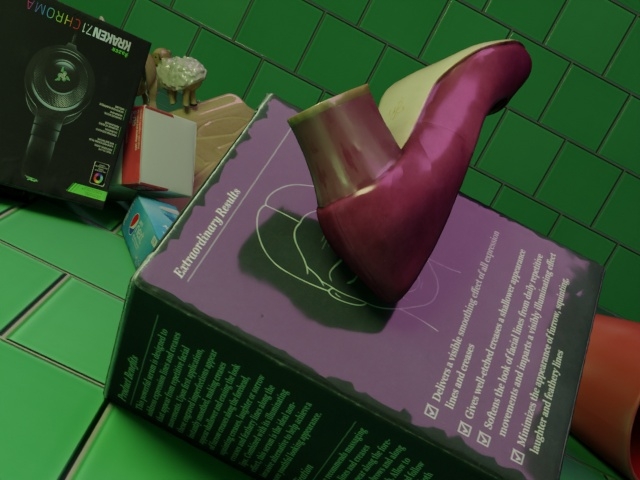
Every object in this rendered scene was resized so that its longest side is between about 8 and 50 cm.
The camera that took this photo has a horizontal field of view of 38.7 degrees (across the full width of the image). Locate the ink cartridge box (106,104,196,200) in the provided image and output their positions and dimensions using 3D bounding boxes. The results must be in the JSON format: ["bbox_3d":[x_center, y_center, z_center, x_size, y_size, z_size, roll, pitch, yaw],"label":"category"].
[{"bbox_3d":[-0.309,-0.136,1.470,0.176,0.127,0.128,-2,-8,32],"label":"ink cartridge box"}]

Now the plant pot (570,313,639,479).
[{"bbox_3d":[0.518,0.251,1.576,0.275,0.275,0.243,19,5,-39],"label":"plant pot"}]

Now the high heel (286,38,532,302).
[{"bbox_3d":[0.122,-0.081,0.895,0.377,0.181,0.127,-27,5,-41],"label":"high heel"}]

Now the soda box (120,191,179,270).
[{"bbox_3d":[-0.238,0.000,1.345,0.071,0.067,0.210,22,13,-26],"label":"soda box"}]

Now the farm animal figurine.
[{"bbox_3d":[-0.430,-0.332,1.731,0.326,0.172,0.330,15,26,32],"label":"farm animal figurine"}]

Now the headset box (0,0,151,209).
[{"bbox_3d":[-0.411,-0.195,1.305,0.131,0.283,0.246,17,-1,44],"label":"headset box"}]

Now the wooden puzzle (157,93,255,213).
[{"bbox_3d":[-0.213,-0.143,1.690,0.322,0.080,0.348,-23,38,-22],"label":"wooden puzzle"}]

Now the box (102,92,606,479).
[{"bbox_3d":[0.037,0.090,0.902,0.395,0.212,0.293,29,48,1],"label":"box"}]
